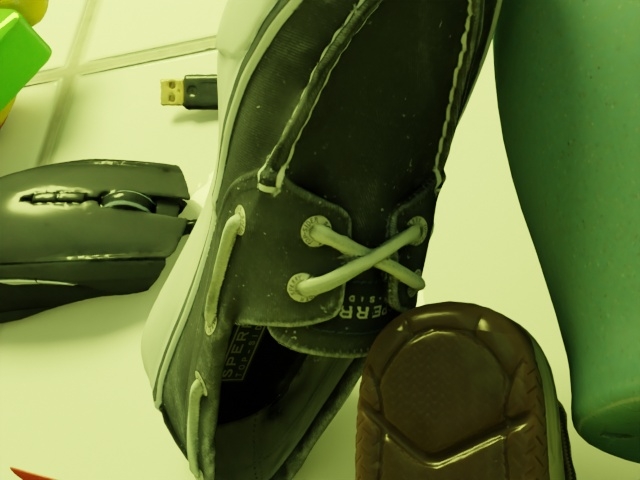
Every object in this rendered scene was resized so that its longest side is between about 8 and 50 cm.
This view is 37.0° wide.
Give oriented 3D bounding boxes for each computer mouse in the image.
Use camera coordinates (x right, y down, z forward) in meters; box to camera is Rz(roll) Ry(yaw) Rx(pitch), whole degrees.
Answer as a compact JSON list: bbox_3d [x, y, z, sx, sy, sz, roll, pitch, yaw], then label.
[{"bbox_3d":[-0.132,-0.042,0.595,0.262,0.060,0.184,-6,52,16],"label":"computer mouse"}]

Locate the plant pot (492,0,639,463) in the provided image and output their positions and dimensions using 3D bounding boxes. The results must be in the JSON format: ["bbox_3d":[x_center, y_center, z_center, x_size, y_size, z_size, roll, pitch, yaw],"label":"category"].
[{"bbox_3d":[0.188,-0.045,0.358,0.272,0.271,0.255,0,68,21],"label":"plant pot"}]

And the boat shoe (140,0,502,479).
[{"bbox_3d":[0.000,0.000,0.383,0.108,0.301,0.102,4,42,-30],"label":"boat shoe"}]

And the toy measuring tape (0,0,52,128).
[{"bbox_3d":[-0.316,-0.069,0.663,0.121,0.121,0.330,34,80,37],"label":"toy measuring tape"}]

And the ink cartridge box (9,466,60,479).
[{"bbox_3d":[-0.083,0.136,0.397,0.063,0.115,0.029,7,56,26],"label":"ink cartridge box"}]

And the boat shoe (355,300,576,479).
[{"bbox_3d":[0.056,0.156,0.346,0.095,0.095,0.257,5,78,25],"label":"boat shoe"}]
